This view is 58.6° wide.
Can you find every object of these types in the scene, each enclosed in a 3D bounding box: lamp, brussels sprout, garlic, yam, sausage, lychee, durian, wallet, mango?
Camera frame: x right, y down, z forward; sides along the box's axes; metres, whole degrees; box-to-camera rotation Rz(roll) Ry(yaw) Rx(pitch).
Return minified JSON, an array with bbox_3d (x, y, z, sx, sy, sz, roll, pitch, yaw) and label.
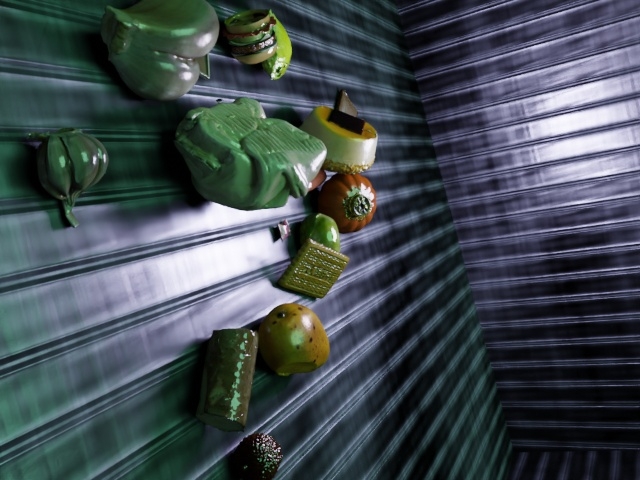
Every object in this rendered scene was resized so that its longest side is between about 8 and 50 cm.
[{"bbox_3d":[0.093,-0.134,2.017,0.223,0.196,0.223,-6,102,-29],"label":"lamp"},{"bbox_3d":[-0.001,-0.002,1.869,0.145,0.131,0.183,57,27,-75],"label":"brussels sprout"},{"bbox_3d":[-0.475,-0.117,1.079,0.131,0.127,0.194,-20,116,-65],"label":"garlic"},{"bbox_3d":[-0.215,0.318,1.339,0.128,0.129,0.238,45,43,-46],"label":"yam"},{"bbox_3d":[-0.040,-0.207,1.933,0.194,0.077,0.077,-40,114,-57],"label":"sausage"},{"bbox_3d":[-0.151,0.524,1.381,0.123,0.123,0.129,69,22,-15],"label":"lychee"},{"bbox_3d":[-0.378,-0.483,1.379,0.246,0.231,0.340,10,41,-13],"label":"garlic"},{"bbox_3d":[-0.159,-0.629,1.865,0.139,0.101,0.250,8,73,-61],"label":"durian"},{"bbox_3d":[0.099,-0.499,2.346,0.133,0.039,0.243,45,41,-35],"label":"wallet"},{"bbox_3d":[-0.066,0.277,1.605,0.290,0.160,0.191,38,38,-55],"label":"mango"}]

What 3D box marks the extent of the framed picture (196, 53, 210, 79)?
[{"bbox_3d":[-0.362,-0.560,1.561,0.150,0.015,0.203,15,66,-58],"label":"framed picture"}]

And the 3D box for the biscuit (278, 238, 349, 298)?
[{"bbox_3d":[-0.014,0.097,1.787,0.172,0.029,0.254,-56,145,7],"label":"biscuit"}]

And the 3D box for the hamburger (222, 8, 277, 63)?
[{"bbox_3d":[-0.204,-0.608,1.718,0.175,0.175,0.137,-67,150,-47],"label":"hamburger"}]

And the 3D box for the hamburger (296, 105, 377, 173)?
[{"bbox_3d":[0.054,-0.337,1.971,0.276,0.294,0.179,-79,-170,-59],"label":"hamburger"}]

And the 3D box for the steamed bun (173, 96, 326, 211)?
[{"bbox_3d":[-0.198,-0.200,1.480,0.394,0.237,0.346,10,35,-26],"label":"steamed bun"}]

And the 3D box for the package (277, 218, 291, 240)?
[{"bbox_3d":[-0.114,-0.033,1.775,0.083,0.029,0.059,-41,118,-68],"label":"package"}]
